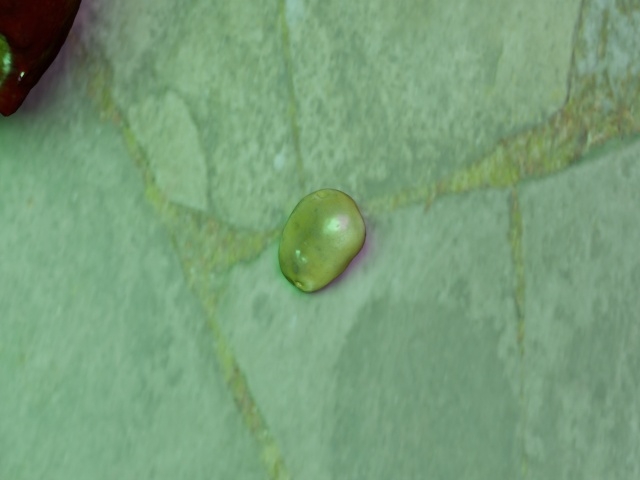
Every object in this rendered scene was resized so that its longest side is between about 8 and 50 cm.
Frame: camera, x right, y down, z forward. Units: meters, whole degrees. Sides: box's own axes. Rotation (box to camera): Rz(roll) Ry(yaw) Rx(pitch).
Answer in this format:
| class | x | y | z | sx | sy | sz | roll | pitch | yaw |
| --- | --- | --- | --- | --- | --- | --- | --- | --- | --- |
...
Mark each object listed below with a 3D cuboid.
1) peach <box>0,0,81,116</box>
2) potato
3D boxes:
| class | x | y | z | sx | sy | sz | roll | pitch | yaw |
| --- | --- | --- | --- | --- | --- | --- | --- | --- | --- |
| peach | -0.352 | -0.262 | 0.839 | 0.405 | 0.335 | 0.310 | 15 | 74 | -7 |
| potato | 0.000 | 0.000 | 1.010 | 0.083 | 0.068 | 0.062 | -50 | 131 | -9 |
